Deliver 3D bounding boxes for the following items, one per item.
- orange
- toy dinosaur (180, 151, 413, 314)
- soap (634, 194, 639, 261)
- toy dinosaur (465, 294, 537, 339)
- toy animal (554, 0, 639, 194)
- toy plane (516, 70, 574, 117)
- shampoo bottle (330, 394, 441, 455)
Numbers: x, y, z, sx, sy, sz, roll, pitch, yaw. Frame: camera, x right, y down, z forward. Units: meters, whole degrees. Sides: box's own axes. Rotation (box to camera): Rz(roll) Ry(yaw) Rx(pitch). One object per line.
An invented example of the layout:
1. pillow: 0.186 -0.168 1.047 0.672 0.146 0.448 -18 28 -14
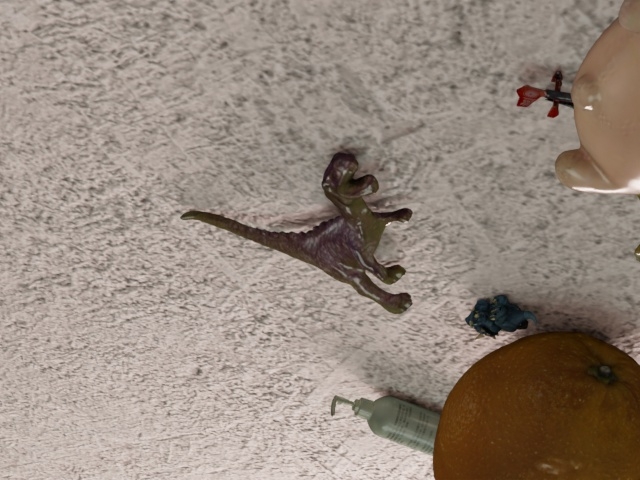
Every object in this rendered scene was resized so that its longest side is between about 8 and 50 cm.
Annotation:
1. orange: 0.250 0.222 1.522 0.264 0.264 0.264 11 149 7
2. toy dinosaur: 0.003 -0.004 1.455 0.200 0.072 0.251 42 153 -21
3. soap: 0.368 0.004 1.205 0.135 0.076 0.233 -7 165 33
4. toy dinosaur: 0.194 0.085 1.526 0.047 0.030 0.083 34 145 -31
5. toy animal: 0.348 -0.073 0.891 0.345 0.247 0.277 -11 164 -9
6. toy plane: 0.235 -0.113 1.181 0.145 0.037 0.060 10 159 0
7. shampoo bottle: 0.106 0.229 1.778 0.195 0.056 0.056 22 149 -10
